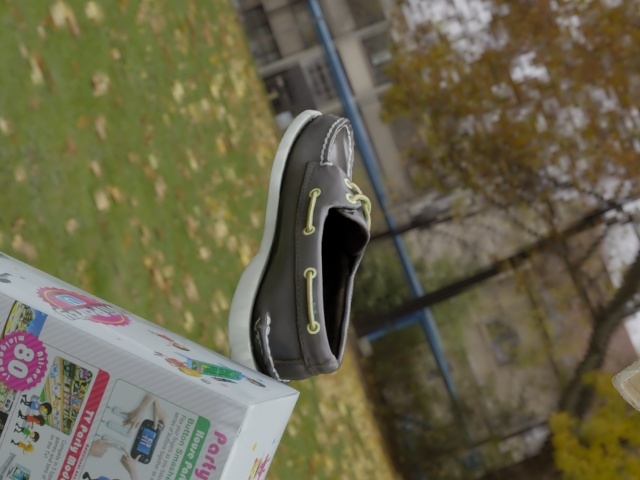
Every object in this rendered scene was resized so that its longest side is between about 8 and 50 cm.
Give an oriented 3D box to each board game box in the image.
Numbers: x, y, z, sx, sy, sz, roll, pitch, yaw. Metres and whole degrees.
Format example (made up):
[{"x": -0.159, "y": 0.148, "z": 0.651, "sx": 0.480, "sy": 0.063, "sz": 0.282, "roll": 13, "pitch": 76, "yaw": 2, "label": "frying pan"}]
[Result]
[{"x": -0.198, "y": 0.134, "z": 0.899, "sx": 0.303, "sy": 0.224, "sz": 0.097, "roll": 24, "pitch": 6, "yaw": 16, "label": "board game box"}]

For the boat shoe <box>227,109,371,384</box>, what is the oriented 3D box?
[{"x": 0.000, "y": 0.000, "z": 0.989, "sx": 0.081, "sy": 0.068, "sz": 0.228, "roll": 66, "pitch": 29, "yaw": -44, "label": "boat shoe"}]

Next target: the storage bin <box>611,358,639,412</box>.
[{"x": 0.421, "y": 0.036, "z": 1.370, "sx": 0.123, "sy": 0.262, "sz": 0.260, "roll": 40, "pitch": -37, "yaw": -2, "label": "storage bin"}]
